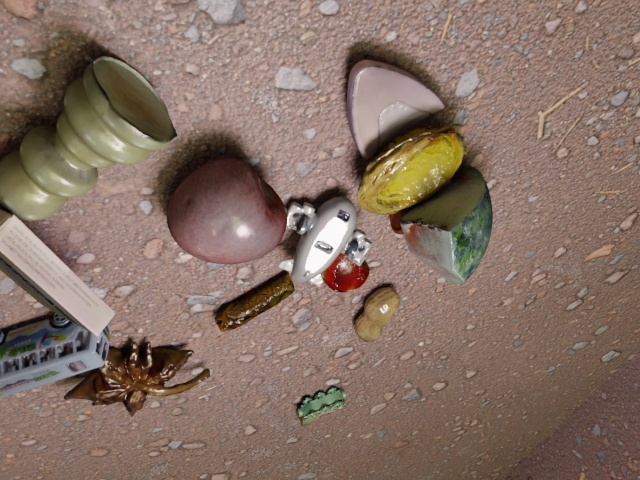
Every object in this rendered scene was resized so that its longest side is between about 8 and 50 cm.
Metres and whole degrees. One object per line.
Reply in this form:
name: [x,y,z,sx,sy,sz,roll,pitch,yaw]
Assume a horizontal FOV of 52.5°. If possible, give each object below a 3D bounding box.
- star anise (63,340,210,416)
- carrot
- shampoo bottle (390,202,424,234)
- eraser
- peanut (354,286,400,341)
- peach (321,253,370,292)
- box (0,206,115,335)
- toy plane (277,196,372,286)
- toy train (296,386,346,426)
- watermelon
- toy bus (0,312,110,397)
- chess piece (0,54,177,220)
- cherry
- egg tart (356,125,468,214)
star anise: [-0.477,0.364,1.702,0.292,0.109,0.349,-32,141,17]
carrot: [-0.165,0.160,1.667,0.229,0.069,0.069,-31,140,6]
shampoo bottle: [0.295,-0.053,1.650,0.244,0.085,0.085,1,134,-30]
eraser: [0.126,-0.288,1.322,0.204,0.059,0.243,-33,143,11]
peanut: [0.160,0.225,1.883,0.104,0.085,0.227,-8,140,-35]
peach: [0.061,0.068,1.656,0.127,0.092,0.172,-18,142,-3]
box: [-0.560,0.047,1.244,0.065,0.200,0.343,-56,146,-23]
toy plane: [0.000,0.000,1.529,0.245,0.117,0.244,-2,114,-5]
toy train: [0.004,0.558,2.189,0.176,0.074,0.118,-19,150,-14]
watermelon: [0.298,-0.017,1.554,0.214,0.319,0.289,7,137,11]
toy bus: [-0.648,0.258,1.475,0.330,0.136,0.109,-17,142,-7]
chess piece: [-0.431,-0.150,1.121,0.330,0.182,0.182,-33,140,18]
cherry: [-0.196,-0.043,1.317,0.239,0.206,0.239,-25,149,-16]
egg tart: [0.195,-0.164,1.444,0.279,0.095,0.279,-24,154,-12]
